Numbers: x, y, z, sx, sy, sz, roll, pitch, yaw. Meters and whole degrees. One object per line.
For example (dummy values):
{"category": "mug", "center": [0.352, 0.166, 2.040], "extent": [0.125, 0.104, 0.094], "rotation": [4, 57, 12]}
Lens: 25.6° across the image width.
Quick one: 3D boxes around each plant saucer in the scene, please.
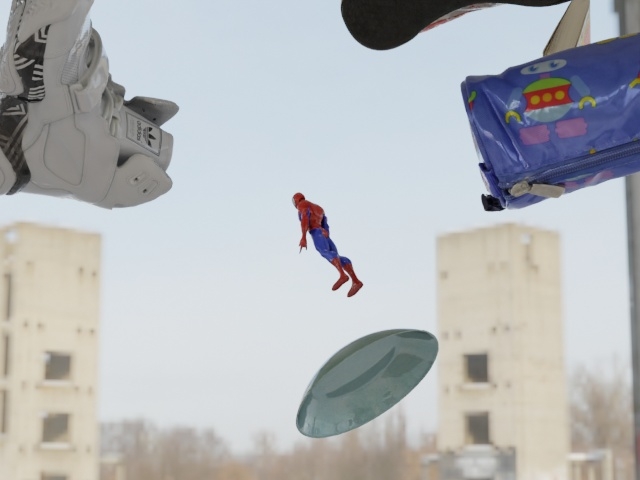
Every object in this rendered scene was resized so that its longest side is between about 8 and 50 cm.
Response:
{"category": "plant saucer", "center": [0.047, 0.157, 1.647], "extent": [0.195, 0.037, 0.195], "rotation": [-25, -32, -17]}

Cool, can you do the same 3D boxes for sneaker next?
{"category": "sneaker", "center": [-0.242, -0.158, 1.506], "extent": [0.210, 0.137, 0.366], "rotation": [12, -37, -17]}
{"category": "sneaker", "center": [0.151, -0.244, 1.160], "extent": [0.270, 0.090, 0.145], "rotation": [-14, 25, 39]}

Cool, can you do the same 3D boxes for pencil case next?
{"category": "pencil case", "center": [0.268, -0.112, 1.191], "extent": [0.306, 0.133, 0.119], "rotation": [-14, -40, 16]}

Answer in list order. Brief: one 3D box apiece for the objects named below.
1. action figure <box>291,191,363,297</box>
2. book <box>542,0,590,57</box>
{"category": "action figure", "center": [0.000, 0.000, 1.252], "extent": [0.030, 0.115, 0.038], "rotation": [-43, -38, 24]}
{"category": "book", "center": [0.289, -0.195, 1.617], "extent": [0.035, 0.096, 0.144], "rotation": [15, -33, 21]}
